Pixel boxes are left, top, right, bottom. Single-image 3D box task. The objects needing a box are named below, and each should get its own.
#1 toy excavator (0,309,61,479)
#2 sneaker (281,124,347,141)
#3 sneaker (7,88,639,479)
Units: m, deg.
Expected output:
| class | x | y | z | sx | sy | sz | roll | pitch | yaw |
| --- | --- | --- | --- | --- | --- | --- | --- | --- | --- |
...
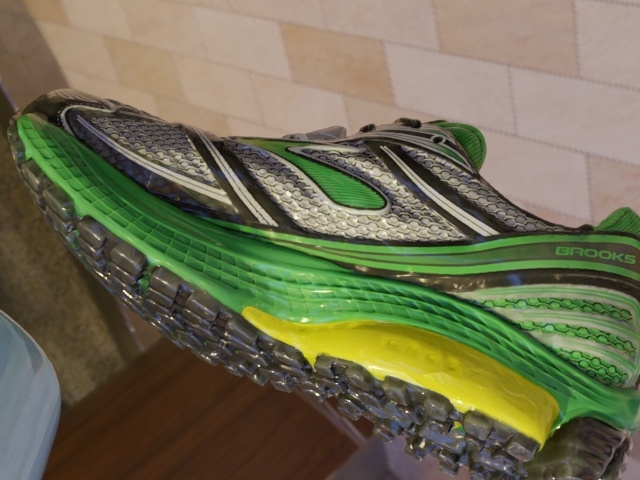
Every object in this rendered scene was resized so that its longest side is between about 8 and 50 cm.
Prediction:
| class | x | y | z | sx | sy | sz | roll | pitch | yaw |
| --- | --- | --- | --- | --- | --- | --- | --- | --- | --- |
| toy excavator | -0.219 | 0.179 | 0.635 | 0.445 | 0.222 | 0.433 | 14 | 133 | -5 |
| sneaker | -0.039 | -0.045 | 0.817 | 0.262 | 0.121 | 0.099 | 21 | 176 | -11 |
| sneaker | 0.000 | 0.000 | 0.527 | 0.344 | 0.146 | 0.134 | 23 | 159 | 14 |
